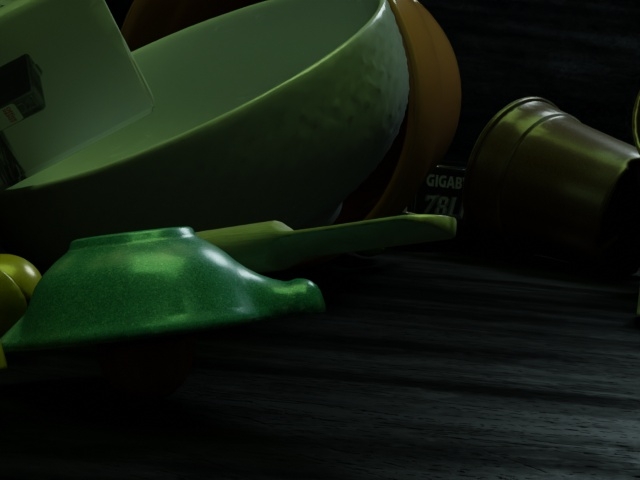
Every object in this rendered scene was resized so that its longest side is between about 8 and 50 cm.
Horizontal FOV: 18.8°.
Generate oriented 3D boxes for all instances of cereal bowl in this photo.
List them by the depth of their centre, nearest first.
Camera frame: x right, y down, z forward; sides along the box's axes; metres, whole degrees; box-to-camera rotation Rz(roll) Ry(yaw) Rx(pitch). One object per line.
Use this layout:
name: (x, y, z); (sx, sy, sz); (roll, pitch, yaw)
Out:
cereal bowl: (-0.084, -0.058, 1.435); (0.339, 0.141, 0.339); (-20, 19, 7)

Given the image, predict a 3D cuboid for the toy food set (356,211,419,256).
toy food set: (0.000, 0.000, 1.806); (0.192, 0.039, 0.132); (-4, -2, 14)

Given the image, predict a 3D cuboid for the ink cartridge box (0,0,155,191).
ink cartridge box: (-0.281, -0.088, 1.353); (0.273, 0.114, 0.197); (-29, 19, -19)

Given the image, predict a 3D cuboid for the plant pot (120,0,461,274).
plant pot: (-0.008, -0.126, 1.671); (0.290, 0.291, 0.203); (9, 10, 25)

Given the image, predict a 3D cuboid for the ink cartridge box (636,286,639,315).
ink cartridge box: (0.378, 0.043, 1.603); (0.198, 0.067, 0.115); (1, 8, -28)

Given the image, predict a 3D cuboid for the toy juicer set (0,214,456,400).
toy juicer set: (-0.112, 0.042, 1.045); (0.329, 0.090, 0.209); (-7, -1, -32)

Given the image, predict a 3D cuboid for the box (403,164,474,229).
box: (0.091, -0.051, 2.125); (0.295, 0.073, 0.293); (2, 4, -45)

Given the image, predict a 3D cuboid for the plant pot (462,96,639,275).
plant pot: (0.259, -0.045, 1.955); (0.167, 0.167, 0.165); (1, 17, -44)

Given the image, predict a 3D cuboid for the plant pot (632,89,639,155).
plant pot: (0.432, -0.059, 1.878); (0.215, 0.215, 0.230); (9, -30, 28)
